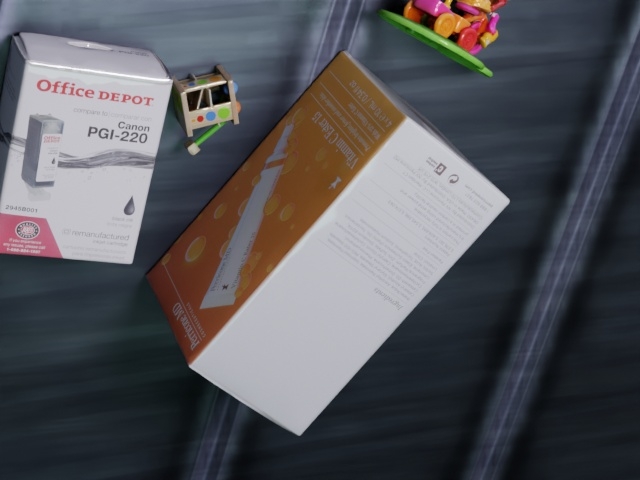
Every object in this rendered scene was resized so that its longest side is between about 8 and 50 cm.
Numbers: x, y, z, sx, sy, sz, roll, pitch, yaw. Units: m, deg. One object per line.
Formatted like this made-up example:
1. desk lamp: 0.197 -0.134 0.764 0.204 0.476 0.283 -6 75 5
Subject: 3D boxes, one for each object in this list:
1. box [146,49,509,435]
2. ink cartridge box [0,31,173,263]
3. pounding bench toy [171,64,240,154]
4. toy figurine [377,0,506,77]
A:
1. box: 0.000 0.000 1.690 0.168 0.215 0.345 36 99 -31
2. ink cartridge box: -0.257 -0.094 1.620 0.159 0.092 0.217 5 112 -23
3. pounding bench toy: -0.119 -0.138 1.670 0.065 0.052 0.083 -15 120 -13
4. toy figurine: 0.167 -0.277 1.682 0.173 0.130 0.159 23 98 -51
